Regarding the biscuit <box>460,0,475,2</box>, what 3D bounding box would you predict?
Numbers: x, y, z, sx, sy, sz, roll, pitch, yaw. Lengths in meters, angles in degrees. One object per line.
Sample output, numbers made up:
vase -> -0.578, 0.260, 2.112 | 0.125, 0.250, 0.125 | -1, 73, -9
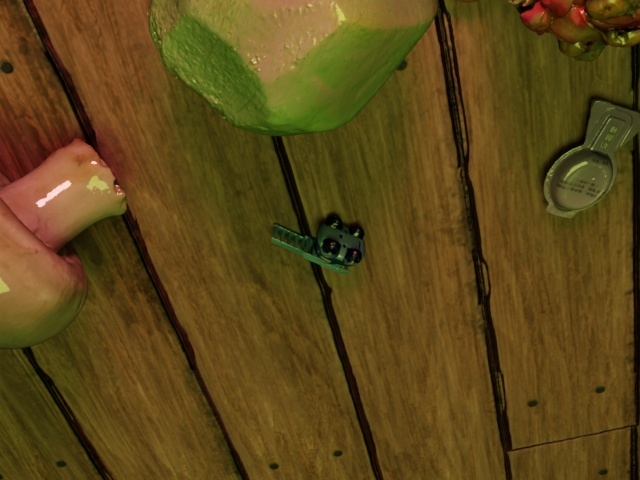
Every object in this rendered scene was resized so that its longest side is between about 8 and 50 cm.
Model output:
biscuit -> 0.150, -0.422, 0.976 | 0.206, 0.049, 0.324 | -16, 128, 6

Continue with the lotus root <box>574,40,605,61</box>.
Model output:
lotus root -> 0.343, -0.278, 1.095 | 0.049, 0.054, 0.099 | -19, 130, -16

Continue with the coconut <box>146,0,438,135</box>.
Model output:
coconut -> -0.028, -0.282, 0.919 | 0.281, 0.328, 0.328 | -5, 135, -43

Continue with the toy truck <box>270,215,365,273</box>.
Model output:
toy truck -> 0.000, 0.000, 1.275 | 0.136, 0.063, 0.074 | 26, 140, -18

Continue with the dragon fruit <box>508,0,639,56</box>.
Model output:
dragon fruit -> 0.307, -0.336, 0.882 | 0.269, 0.250, 0.290 | 12, 105, -25

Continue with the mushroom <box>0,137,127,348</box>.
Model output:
mushroom -> -0.401, -0.019, 1.109 | 0.290, 0.297, 0.297 | -44, 123, -7

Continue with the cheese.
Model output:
cheese -> 0.391, -0.111, 1.231 | 0.105, 0.042, 0.190 | 15, 124, -17
